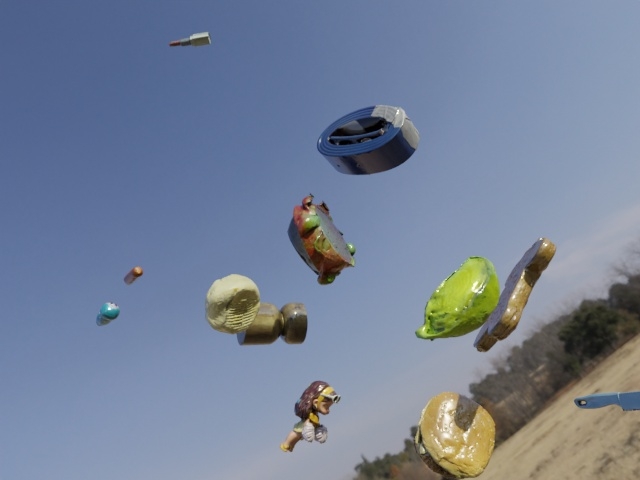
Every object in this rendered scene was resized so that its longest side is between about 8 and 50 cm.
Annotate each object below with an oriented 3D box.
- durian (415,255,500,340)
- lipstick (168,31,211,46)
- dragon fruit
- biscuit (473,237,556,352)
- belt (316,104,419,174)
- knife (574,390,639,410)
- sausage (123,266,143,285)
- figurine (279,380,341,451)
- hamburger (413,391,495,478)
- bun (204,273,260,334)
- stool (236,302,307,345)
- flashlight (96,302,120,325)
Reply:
[{"bbox_3d":[0.328,0.140,1.189,0.139,0.101,0.250,-1,45,56],"label":"durian"},{"bbox_3d":[-0.338,-0.513,1.336,0.107,0.025,0.025,-9,-44,1],"label":"lipstick"},{"bbox_3d":[0.000,0.000,1.592,0.130,0.268,0.295,-32,-43,15],"label":"dragon fruit"},{"bbox_3d":[0.658,0.180,1.723,0.394,0.076,0.368,-55,-13,-20],"label":"biscuit"},{"bbox_3d":[0.153,-0.329,1.716,0.117,0.347,0.212,43,-120,-38],"label":"belt"},{"bbox_3d":[0.680,0.360,1.162,0.019,0.044,0.313,5,-22,-14],"label":"knife"},{"bbox_3d":[-0.659,0.125,1.827,0.041,0.039,0.131,-24,-3,-40],"label":"sausage"},{"bbox_3d":[-0.033,0.554,1.614,0.239,0.116,0.175,-64,-26,-8],"label":"figurine"},{"bbox_3d":[0.458,0.662,1.757,0.283,0.260,0.144,-64,2,-35],"label":"hamburger"},{"bbox_3d":[-0.330,0.229,1.885,0.229,0.145,0.229,-34,-48,-47],"label":"bun"},{"bbox_3d":[-0.207,0.348,2.168,0.264,0.179,0.179,2,-42,-22],"label":"stool"},{"bbox_3d":[-0.592,0.209,1.429,0.051,0.051,0.129,-12,-16,-43],"label":"flashlight"}]
